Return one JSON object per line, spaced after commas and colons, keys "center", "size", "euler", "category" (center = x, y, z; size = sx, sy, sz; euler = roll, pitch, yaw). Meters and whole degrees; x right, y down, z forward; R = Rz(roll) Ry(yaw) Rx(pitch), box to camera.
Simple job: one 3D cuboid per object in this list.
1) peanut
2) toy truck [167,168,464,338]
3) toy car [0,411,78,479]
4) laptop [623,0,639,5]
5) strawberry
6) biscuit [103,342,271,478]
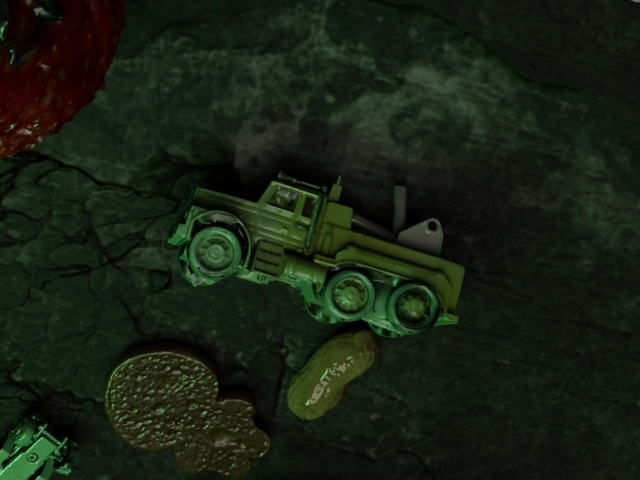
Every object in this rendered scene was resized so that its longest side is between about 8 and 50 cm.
{"center": [0.012, 0.126, 1.526], "size": [0.054, 0.054, 0.113], "euler": [37, 108, -19], "category": "peanut"}
{"center": [-0.004, 0.002, 1.436], "size": [0.260, 0.128, 0.135], "euler": [13, 84, -9], "category": "toy truck"}
{"center": [-0.305, 0.228, 1.564], "size": [0.073, 0.054, 0.143], "euler": [40, 105, -21], "category": "toy car"}
{"center": [0.300, -0.295, 1.335], "size": [0.154, 0.026, 0.207], "euler": [13, 115, -7], "category": "laptop"}
{"center": [-0.295, -0.165, 1.279], "size": [0.239, 0.250, 0.288], "euler": [-8, 148, -35], "category": "strawberry"}
{"center": [-0.131, 0.167, 1.554], "size": [0.175, 0.026, 0.124], "euler": [37, 111, -18], "category": "biscuit"}
